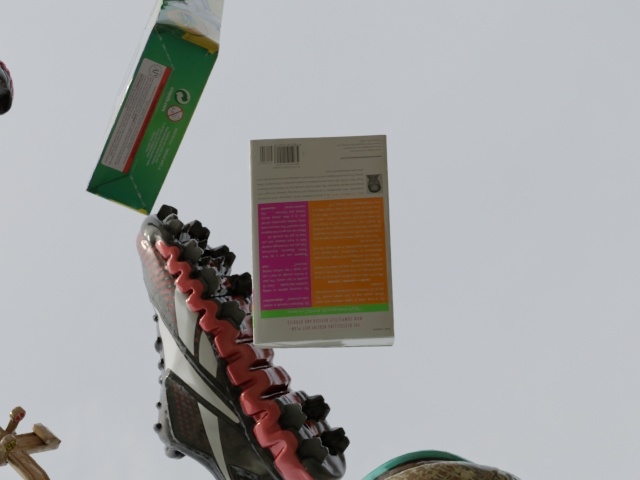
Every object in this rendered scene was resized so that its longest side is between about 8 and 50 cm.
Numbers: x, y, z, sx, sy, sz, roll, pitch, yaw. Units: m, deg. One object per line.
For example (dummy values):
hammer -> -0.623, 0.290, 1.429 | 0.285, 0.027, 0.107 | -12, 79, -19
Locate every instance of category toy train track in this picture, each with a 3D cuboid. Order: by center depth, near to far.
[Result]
toy train track -> -0.128, 0.076, 0.526 | 0.048, 0.014, 0.083 | 37, -159, 27

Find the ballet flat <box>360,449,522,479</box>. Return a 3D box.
ballet flat -> 0.189, 0.274, 0.941 | 0.483, 0.164, 0.182 | 27, -154, -46

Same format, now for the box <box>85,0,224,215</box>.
box -> -0.093, -0.095, 0.833 | 0.043, 0.105, 0.179 | 23, -162, -9

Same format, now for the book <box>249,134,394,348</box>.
book -> 0.000, 0.000, 0.965 | 0.096, 0.035, 0.144 | -1, -105, 1

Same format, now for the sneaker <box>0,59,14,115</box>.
sneaker -> -0.297, -0.150, 1.222 | 0.047, 0.119, 0.057 | -23, -140, -4

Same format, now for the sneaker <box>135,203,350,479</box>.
sneaker -> -0.095, 0.106, 1.171 | 0.276, 0.135, 0.097 | 59, -164, 13
